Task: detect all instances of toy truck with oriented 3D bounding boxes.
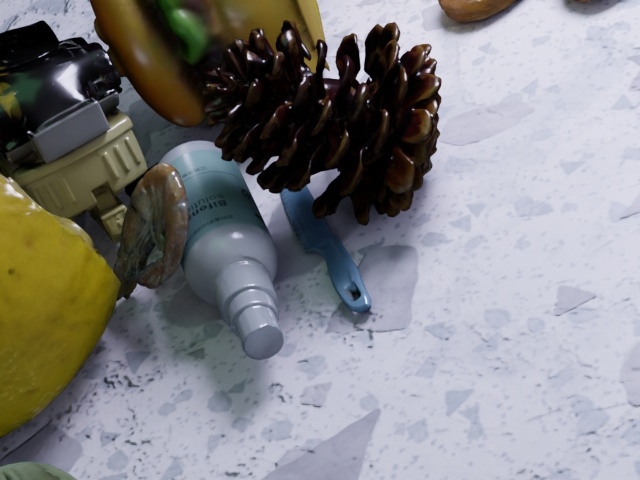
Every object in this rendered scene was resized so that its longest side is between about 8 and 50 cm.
[{"bbox_3d":[-0.354,-0.141,2.054,0.180,0.254,0.405,-29,24,-15],"label":"toy truck"}]

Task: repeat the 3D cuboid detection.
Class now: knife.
[{"bbox_3d":[0.000,0.000,1.854,0.044,0.019,0.313,-31,36,2],"label":"knife"},{"bbox_3d":[-0.207,-0.095,2.089,0.121,0.018,0.031,-35,31,-8],"label":"knife"}]

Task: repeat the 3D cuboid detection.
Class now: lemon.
[{"bbox_3d":[-0.434,0.077,1.794,0.364,0.364,0.364,-18,39,15],"label":"lemon"}]

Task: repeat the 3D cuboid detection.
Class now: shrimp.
[{"bbox_3d":[-0.199,0.008,1.850,0.047,0.223,0.126,-3,49,-30],"label":"shrimp"}]

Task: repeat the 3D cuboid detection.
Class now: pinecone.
[{"bbox_3d":[0.003,-0.151,1.806,0.246,0.292,0.246,-45,37,49],"label":"pinecone"}]

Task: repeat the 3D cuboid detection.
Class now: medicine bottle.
[{"bbox_3d":[-0.108,0.014,1.826,0.110,0.110,0.352,-29,38,1],"label":"medicine bottle"}]

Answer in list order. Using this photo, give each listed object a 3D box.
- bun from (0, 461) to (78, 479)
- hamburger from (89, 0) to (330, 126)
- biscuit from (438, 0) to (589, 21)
[{"bbox_3d":[-0.307,0.327,1.609,0.221,0.108,0.221,-19,46,21],"label":"bun"},{"bbox_3d":[-0.172,-0.348,2.039,0.277,0.396,0.396,-20,39,6],"label":"hamburger"},{"bbox_3d":[0.304,-0.364,2.036,0.277,0.052,0.262,19,63,43],"label":"biscuit"}]
